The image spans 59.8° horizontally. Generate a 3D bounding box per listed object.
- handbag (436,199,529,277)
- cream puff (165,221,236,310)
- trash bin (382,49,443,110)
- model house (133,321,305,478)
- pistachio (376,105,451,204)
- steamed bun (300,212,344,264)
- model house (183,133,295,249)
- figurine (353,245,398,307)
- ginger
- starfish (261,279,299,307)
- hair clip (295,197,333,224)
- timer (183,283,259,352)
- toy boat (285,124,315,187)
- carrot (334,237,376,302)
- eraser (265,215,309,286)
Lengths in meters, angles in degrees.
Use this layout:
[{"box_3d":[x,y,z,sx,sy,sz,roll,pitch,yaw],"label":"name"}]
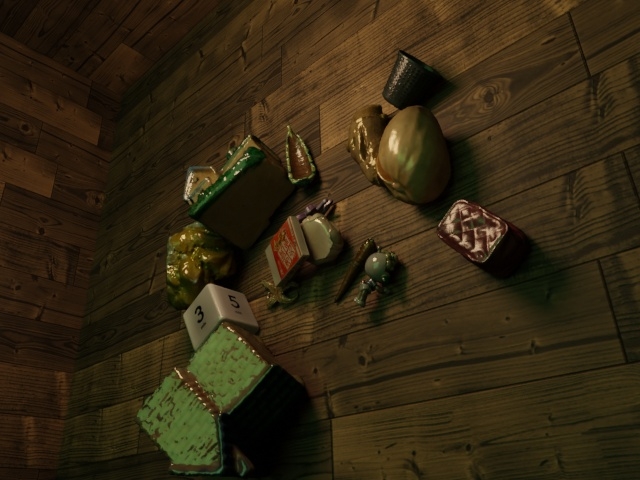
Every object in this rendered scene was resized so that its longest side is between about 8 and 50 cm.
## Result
[{"box_3d":[0.433,-0.007,1.484,0.147,0.135,0.225,-58,38,9],"label":"handbag"},{"box_3d":[-0.482,0.117,2.278,0.378,0.275,0.379,180,90,-83],"label":"cream puff"},{"box_3d":[0.293,-0.525,1.864,0.161,0.175,0.175,-57,41,26],"label":"trash bin"},{"box_3d":[-0.265,0.568,1.803,0.400,0.395,0.445,35,80,32],"label":"model house"},{"box_3d":[0.286,-0.254,1.706,0.229,0.229,0.309,-17,56,40],"label":"pistachio"},{"box_3d":[0.000,0.000,1.933,0.182,0.106,0.183,0,90,35],"label":"steamed bun"},{"box_3d":[-0.346,-0.234,2.258,0.382,0.334,0.343,-46,46,7],"label":"model house"},{"box_3d":[0.174,0.117,1.726,0.147,0.093,0.197,-145,73,-70],"label":"figurine"},{"box_3d":[0.174,-0.321,1.903,0.189,0.126,0.354,-33,49,24],"label":"ginger"},{"box_3d":[-0.161,0.180,2.067,0.209,0.053,0.150,19,81,50],"label":"starfish"},{"box_3d":[-0.062,-0.048,2.028,0.090,0.137,0.279,36,103,23],"label":"hair clip"},{"box_3d":[-0.380,0.311,2.122,0.192,0.194,0.195,-50,43,17],"label":"timer"},{"box_3d":[-0.085,-0.320,2.186,0.108,0.099,0.293,-18,57,5],"label":"toy boat"},{"box_3d":[0.110,0.102,1.834,0.255,0.049,0.049,-59,42,13],"label":"carrot"},{"box_3d":[-0.120,0.042,1.952,0.230,0.038,0.157,-49,51,47],"label":"eraser"}]
